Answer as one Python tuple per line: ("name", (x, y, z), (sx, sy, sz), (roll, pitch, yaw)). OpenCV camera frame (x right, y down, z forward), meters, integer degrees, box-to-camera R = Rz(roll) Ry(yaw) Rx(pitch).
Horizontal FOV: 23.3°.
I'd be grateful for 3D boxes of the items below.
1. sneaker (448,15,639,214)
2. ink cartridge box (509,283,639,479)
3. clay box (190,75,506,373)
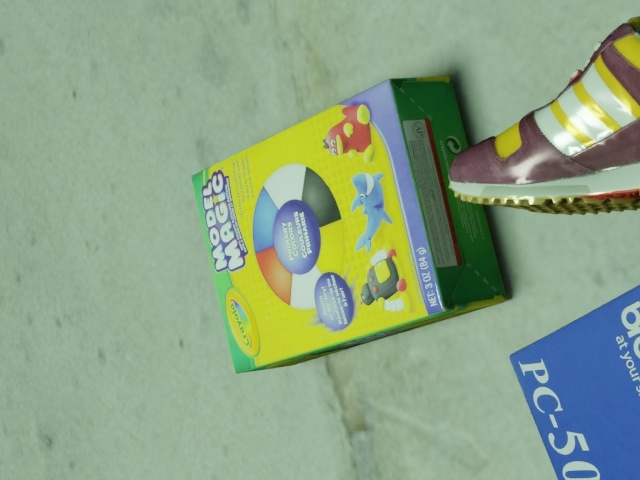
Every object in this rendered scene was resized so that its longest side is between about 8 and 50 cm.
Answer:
("sneaker", (0.137, -0.058, 0.717), (0.185, 0.069, 0.084), (-4, 84, 44))
("ink cartridge box", (0.169, 0.128, 0.716), (0.097, 0.046, 0.207), (-36, 68, 45))
("clay box", (0.000, 0.000, 0.891), (0.222, 0.053, 0.127), (-22, 79, 48))
